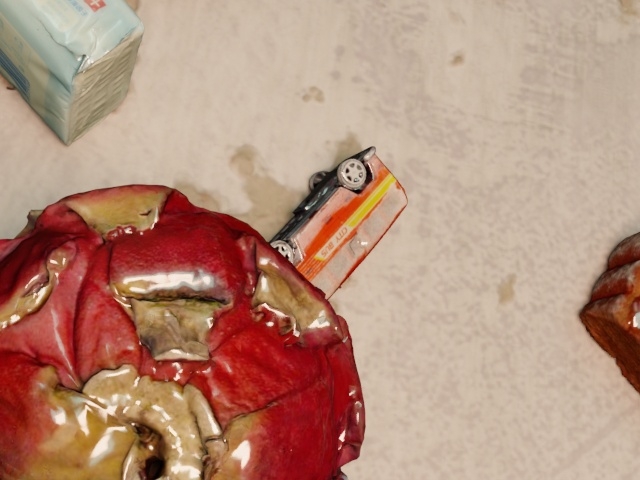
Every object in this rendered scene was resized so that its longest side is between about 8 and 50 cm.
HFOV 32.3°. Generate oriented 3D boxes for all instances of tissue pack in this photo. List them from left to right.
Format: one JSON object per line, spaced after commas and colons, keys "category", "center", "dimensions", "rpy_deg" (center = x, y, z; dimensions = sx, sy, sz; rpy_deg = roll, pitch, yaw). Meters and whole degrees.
{"category": "tissue pack", "center": [-0.257, -0.219, 0.886], "dimensions": [0.089, 0.177, 0.263], "rpy_deg": [-40, 90, -21]}

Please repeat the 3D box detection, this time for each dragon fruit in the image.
{"category": "dragon fruit", "center": [-0.128, 0.119, 0.775], "dimensions": [0.329, 0.329, 0.329], "rpy_deg": [4, 75, -16]}

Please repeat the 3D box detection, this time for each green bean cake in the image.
{"category": "green bean cake", "center": [0.357, 0.109, 1.032], "dimensions": [0.233, 0.097, 0.198], "rpy_deg": [37, 69, -6]}

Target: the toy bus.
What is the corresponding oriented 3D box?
{"category": "toy bus", "center": [0.000, 0.000, 0.966], "dimensions": [0.077, 0.079, 0.174], "rpy_deg": [46, 68, -12]}
